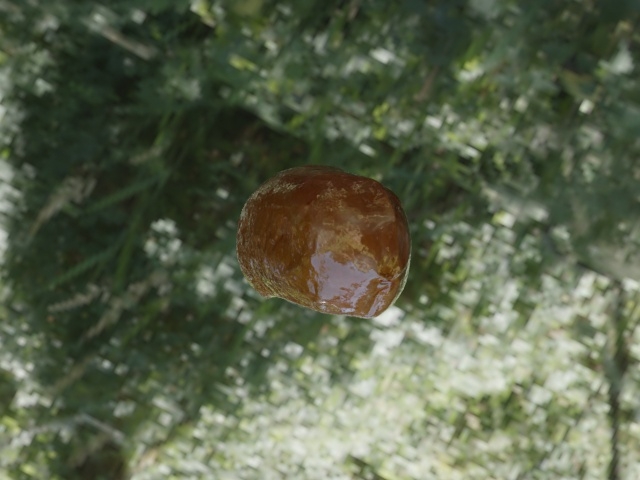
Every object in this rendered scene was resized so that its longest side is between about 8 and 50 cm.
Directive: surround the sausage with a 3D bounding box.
[{"bbox_3d":[0.000,-0.003,1.326,0.133,0.133,0.258,30,175,-19],"label":"sausage"}]
